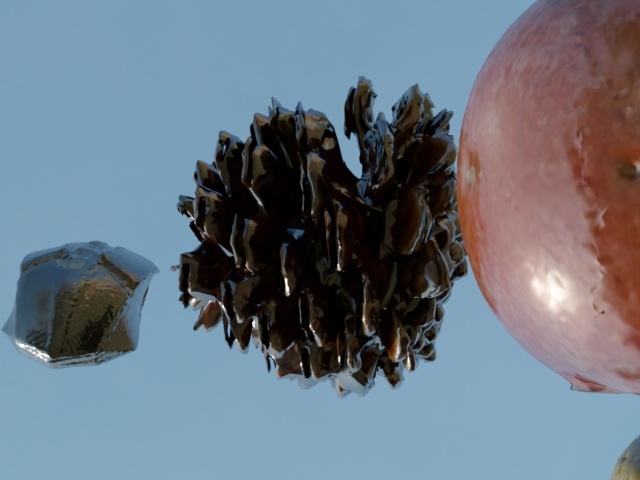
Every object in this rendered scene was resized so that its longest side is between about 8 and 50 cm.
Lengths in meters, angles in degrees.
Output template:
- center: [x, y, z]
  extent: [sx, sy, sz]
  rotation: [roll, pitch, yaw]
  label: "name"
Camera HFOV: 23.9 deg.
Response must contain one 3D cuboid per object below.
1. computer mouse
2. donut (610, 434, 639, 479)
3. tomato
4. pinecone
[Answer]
- center: [-0.186, 0.036, 1.181]
  extent: [0.105, 0.192, 0.062]
  rotation: [7, -64, 3]
  label: "computer mouse"
- center: [0.322, 0.190, 1.012]
  extent: [0.208, 0.261, 0.128]
  rotation: [-43, -49, -71]
  label: "donut"
- center: [0.200, -0.045, 0.797]
  extent: [0.265, 0.265, 0.265]
  rotation: [-7, -77, -32]
  label: "tomato"
- center: [0.000, 0.000, 1.021]
  extent: [0.221, 0.221, 0.221]
  rotation: [-7, -77, -32]
  label: "pinecone"
